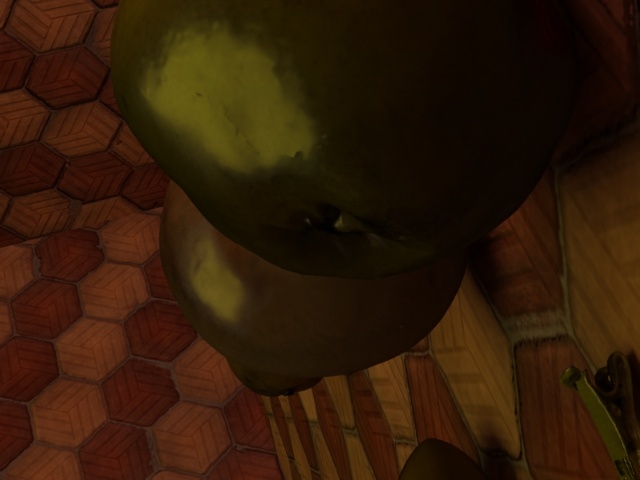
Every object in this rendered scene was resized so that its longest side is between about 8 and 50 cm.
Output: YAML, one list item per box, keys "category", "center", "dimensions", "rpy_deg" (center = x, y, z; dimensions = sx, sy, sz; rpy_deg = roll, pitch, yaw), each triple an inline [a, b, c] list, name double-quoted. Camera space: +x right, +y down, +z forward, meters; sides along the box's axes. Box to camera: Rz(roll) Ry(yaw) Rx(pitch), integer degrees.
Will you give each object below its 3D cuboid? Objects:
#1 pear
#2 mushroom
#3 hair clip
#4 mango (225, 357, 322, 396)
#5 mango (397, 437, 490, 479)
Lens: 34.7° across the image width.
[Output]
- category: "pear"
  center: [0.018, -0.142, 0.673]
  dimensions: [0.287, 0.287, 0.375]
  rpy_deg: [91, 177, -54]
- category: "mushroom"
  center: [0.000, 0.000, 0.979]
  dimensions: [0.290, 0.292, 0.292]
  rpy_deg: [56, -166, -70]
- category: "hair clip"
  center: [0.209, 0.161, 0.669]
  dimensions: [0.072, 0.046, 0.173]
  rpy_deg: [77, 175, -68]
- category: "mango"
  center: [-0.067, 0.078, 1.610]
  dimensions: [0.253, 0.182, 0.365]
  rpy_deg: [-121, 31, -63]
- category: "mango"
  center: [0.134, 0.359, 1.056]
  dimensions: [0.332, 0.142, 0.195]
  rpy_deg: [91, 156, -45]
